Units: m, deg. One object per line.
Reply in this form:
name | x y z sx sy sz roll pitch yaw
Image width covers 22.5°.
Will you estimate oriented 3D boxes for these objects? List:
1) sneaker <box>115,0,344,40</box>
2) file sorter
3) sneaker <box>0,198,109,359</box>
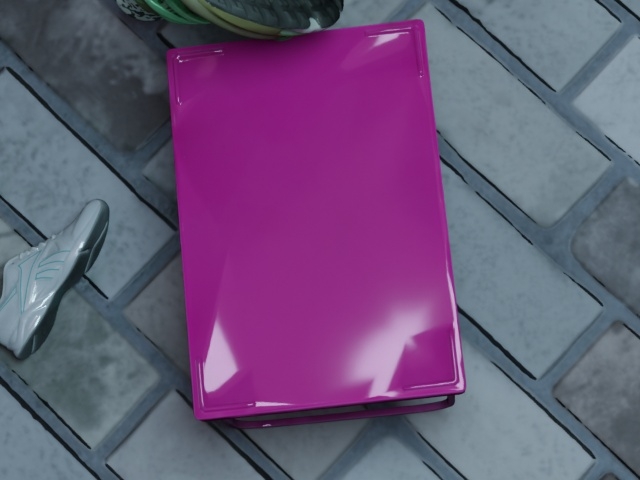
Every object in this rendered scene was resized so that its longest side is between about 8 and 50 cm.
sneaker | -0.084 -0.209 1.268 0.182 0.410 0.158 -27 97 16
file sorter | 0.000 0.000 1.296 0.202 0.182 0.291 -6 77 3
sneaker | -0.236 0.023 1.371 0.061 0.054 0.152 32 82 12
